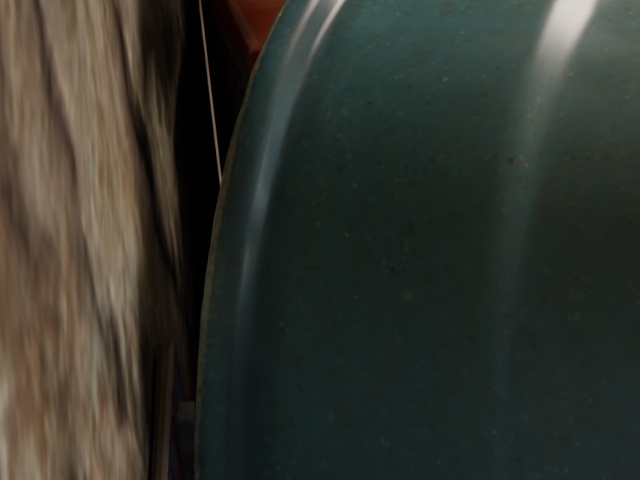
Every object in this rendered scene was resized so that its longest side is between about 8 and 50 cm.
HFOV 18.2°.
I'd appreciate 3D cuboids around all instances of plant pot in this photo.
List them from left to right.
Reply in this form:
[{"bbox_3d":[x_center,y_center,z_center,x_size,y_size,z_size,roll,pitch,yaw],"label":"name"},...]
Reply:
[{"bbox_3d":[0.183,0.053,0.642,0.341,0.334,0.341,0,90,-65],"label":"plant pot"}]

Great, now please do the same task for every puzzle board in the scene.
[{"bbox_3d":[-0.038,0.108,0.602,0.096,0.011,0.128,-93,177,-47],"label":"puzzle board"}]

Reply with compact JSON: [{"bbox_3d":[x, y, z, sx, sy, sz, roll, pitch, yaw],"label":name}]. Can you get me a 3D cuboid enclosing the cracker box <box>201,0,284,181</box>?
[{"bbox_3d":[0.000,0.000,0.827,0.156,0.067,0.232,-115,-162,-63],"label":"cracker box"}]
